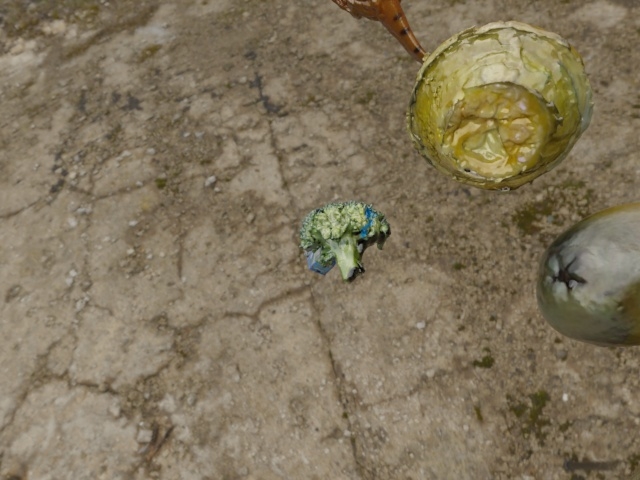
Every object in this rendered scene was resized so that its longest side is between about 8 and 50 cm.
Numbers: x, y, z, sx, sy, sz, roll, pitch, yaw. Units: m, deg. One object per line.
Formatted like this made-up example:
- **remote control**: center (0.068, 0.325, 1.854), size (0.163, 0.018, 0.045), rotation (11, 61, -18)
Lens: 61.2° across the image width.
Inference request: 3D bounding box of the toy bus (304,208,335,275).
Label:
- **toy bus**: center (0.000, 0.000, 1.151), size (0.061, 0.051, 0.153), rotation (-39, 38, 36)

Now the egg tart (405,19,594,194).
- **egg tart**: center (0.291, -0.196, 0.898), size (0.315, 0.315, 0.120), rotation (-3, 38, 19)

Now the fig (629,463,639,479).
- **fig**: center (0.588, 0.393, 0.727), size (0.343, 0.343, 0.343), rotation (-11, 45, 12)

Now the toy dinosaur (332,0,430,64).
- **toy dinosaur**: center (0.117, -0.442, 1.010), size (0.097, 0.432, 0.208), rotation (-48, 21, 9)

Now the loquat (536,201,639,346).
- **loquat**: center (0.374, 0.044, 0.661), size (0.227, 0.179, 0.179), rotation (-16, 44, -2)

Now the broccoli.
- **broccoli**: center (0.049, 0.001, 1.015), size (0.154, 0.167, 0.160), rotation (-34, 58, 26)
